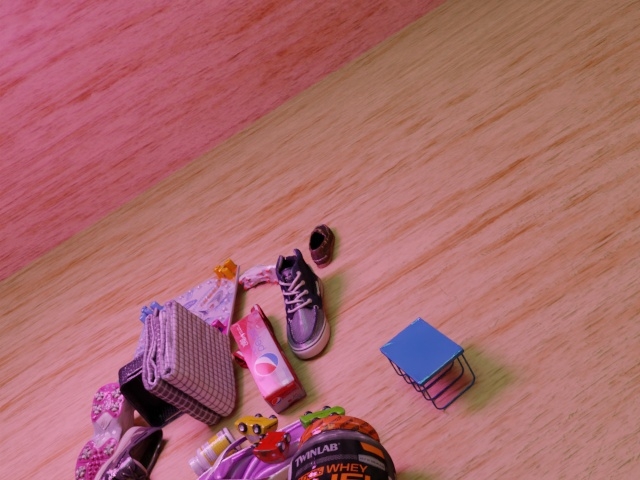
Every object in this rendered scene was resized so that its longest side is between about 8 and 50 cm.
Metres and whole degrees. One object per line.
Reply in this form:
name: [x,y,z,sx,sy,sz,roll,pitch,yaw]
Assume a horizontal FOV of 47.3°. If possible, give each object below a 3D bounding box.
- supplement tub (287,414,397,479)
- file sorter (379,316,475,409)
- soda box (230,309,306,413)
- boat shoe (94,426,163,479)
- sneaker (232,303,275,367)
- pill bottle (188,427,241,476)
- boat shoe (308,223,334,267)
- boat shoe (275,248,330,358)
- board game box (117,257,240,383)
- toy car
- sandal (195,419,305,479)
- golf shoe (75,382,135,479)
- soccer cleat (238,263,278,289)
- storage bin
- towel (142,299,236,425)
supplement tub: [0.043,0.491,1.307,0.207,0.207,0.338,-25,29,12]
file sorter: [0.233,0.268,1.583,0.118,0.104,0.170,-36,29,-11]
soda box: [-0.135,0.300,1.837,0.092,0.083,0.263,-33,46,-2]
boat shoe: [-0.470,0.566,1.793,0.092,0.102,0.285,-23,23,25]
sneaker: [-0.196,0.266,2.019,0.128,0.087,0.221,-30,27,-1]
pill bottle: [-0.251,0.501,1.720,0.116,0.065,0.065,-36,29,-10]
boat shoe: [0.000,0.000,2.268,0.073,0.073,0.207,-26,28,12]
boat shoe: [-0.064,0.162,1.980,0.127,0.158,0.340,-26,29,10]
board game box: [-0.434,0.256,2.257,0.390,0.050,0.390,-28,28,17]
toy car: [-0.051,0.401,1.534,0.225,0.053,0.239,-11,6,-18]
sandal: [-0.166,0.494,1.610,0.416,0.102,0.169,-33,28,-3]
golf shoe: [-0.549,0.536,1.920,0.115,0.140,0.306,-1,60,16]
soccer cleat: [-0.173,0.100,2.283,0.196,0.068,0.076,-16,29,32]
storage bin: [-0.442,0.397,1.947,0.122,0.180,0.084,-33,27,-3]
towel: [-0.346,0.316,1.887,0.121,0.235,0.283,-38,36,15]
